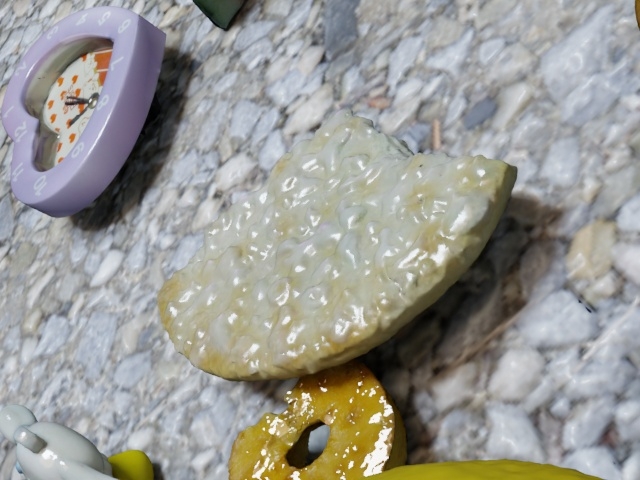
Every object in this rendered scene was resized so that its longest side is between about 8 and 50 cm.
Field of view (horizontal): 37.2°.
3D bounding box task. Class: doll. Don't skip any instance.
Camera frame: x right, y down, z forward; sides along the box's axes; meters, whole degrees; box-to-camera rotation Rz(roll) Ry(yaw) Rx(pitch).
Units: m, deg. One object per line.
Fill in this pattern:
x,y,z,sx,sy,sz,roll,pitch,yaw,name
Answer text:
-0.144,0.147,0.587,0.071,0.113,0.135,-51,21,-21,doll

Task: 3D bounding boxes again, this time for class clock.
-0.189,-0.116,0.800,0.172,0.064,0.198,-40,48,17,clock

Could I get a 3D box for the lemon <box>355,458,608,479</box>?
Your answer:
0.068,0.188,0.301,0.236,0.236,0.263,-51,55,6,lemon

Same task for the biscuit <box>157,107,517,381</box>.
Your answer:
0.000,0.000,0.573,0.265,0.040,0.188,-16,45,37,biscuit

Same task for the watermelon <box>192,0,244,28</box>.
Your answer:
-0.072,-0.303,0.747,0.136,0.207,0.202,41,79,19,watermelon

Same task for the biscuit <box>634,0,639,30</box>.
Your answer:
0.244,-0.108,0.404,0.212,0.036,0.212,-7,61,13,biscuit

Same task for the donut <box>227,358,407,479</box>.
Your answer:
0.003,0.121,0.524,0.108,0.043,0.097,-42,46,13,donut
